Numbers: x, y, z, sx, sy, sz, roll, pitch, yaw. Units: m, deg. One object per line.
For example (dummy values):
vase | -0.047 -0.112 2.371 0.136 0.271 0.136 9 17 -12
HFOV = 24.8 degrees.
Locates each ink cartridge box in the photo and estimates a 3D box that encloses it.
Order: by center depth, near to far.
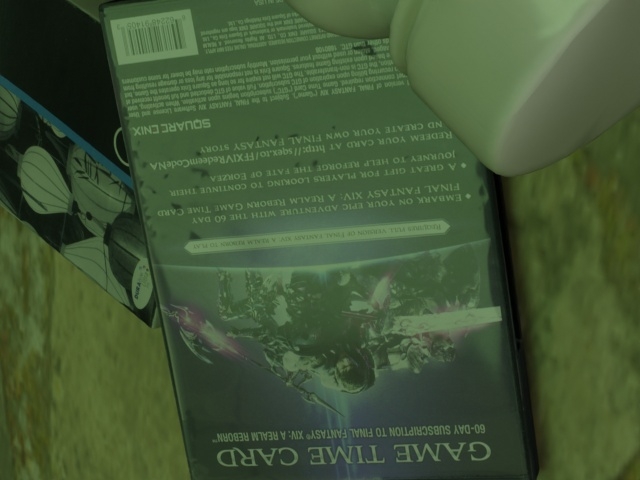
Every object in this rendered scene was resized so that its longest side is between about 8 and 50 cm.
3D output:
ink cartridge box | -0.179 -0.104 0.904 0.332 0.065 0.165 36 127 28

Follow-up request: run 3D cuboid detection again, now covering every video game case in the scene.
video game case | 0.000 0.000 0.757 0.196 0.026 0.274 -4 105 20

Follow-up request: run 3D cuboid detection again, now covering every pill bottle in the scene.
pill bottle | 0.017 -0.213 0.583 0.361 0.204 0.204 49 132 17
